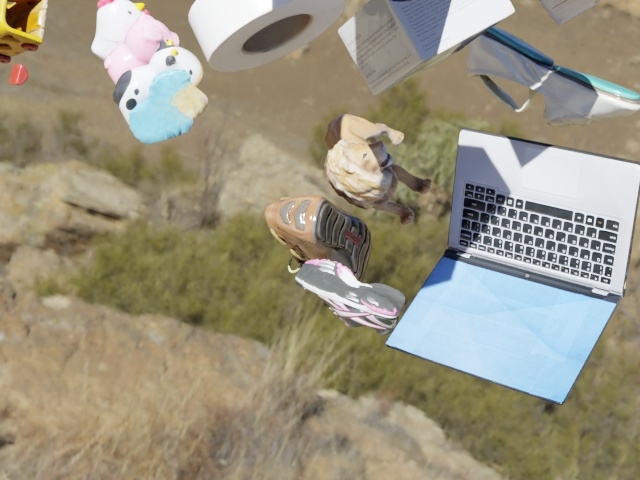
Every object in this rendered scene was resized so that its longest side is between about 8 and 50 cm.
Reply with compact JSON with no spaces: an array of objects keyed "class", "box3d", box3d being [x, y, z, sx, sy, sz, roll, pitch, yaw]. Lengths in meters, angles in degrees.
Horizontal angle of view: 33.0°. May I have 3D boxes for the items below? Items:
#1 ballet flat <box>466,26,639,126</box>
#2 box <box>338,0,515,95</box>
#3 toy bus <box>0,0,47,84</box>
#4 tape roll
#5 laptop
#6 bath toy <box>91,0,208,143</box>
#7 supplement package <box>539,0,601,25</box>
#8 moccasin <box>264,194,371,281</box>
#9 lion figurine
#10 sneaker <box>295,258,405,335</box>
[{"class":"ballet flat","box3d":[0.440,-0.295,2.098,0.139,0.139,0.400,-1,29,-47]},{"class":"box","box3d":[0.151,-0.321,1.580,0.182,0.181,0.119,-31,93,-22]},{"class":"toy bus","box3d":[-0.575,-0.388,1.931,0.104,0.202,0.191,15,28,-43]},{"class":"tape roll","box3d":[-0.101,-0.426,2.019,0.286,0.286,0.100,-15,78,-58]},{"class":"laptop","box3d":[0.356,0.032,2.026,0.382,0.407,0.236,16,21,33]},{"class":"bath toy","box3d":[-0.292,-0.304,1.776,0.151,0.129,0.348,-21,42,-12]},{"class":"supplement package","box3d":[0.356,-0.415,1.609,0.179,0.105,0.105,21,43,-61]},{"class":"moccasin","box3d":[-0.001,0.003,2.165,0.147,0.139,0.380,8,-7,25]},{"class":"lion figurine","box3d":[0.079,-0.165,2.141,0.240,0.142,0.392,25,14,-24]},{"class":"sneaker","box3d":[0.038,0.095,1.630,0.178,0.077,0.072,25,42,23]}]
